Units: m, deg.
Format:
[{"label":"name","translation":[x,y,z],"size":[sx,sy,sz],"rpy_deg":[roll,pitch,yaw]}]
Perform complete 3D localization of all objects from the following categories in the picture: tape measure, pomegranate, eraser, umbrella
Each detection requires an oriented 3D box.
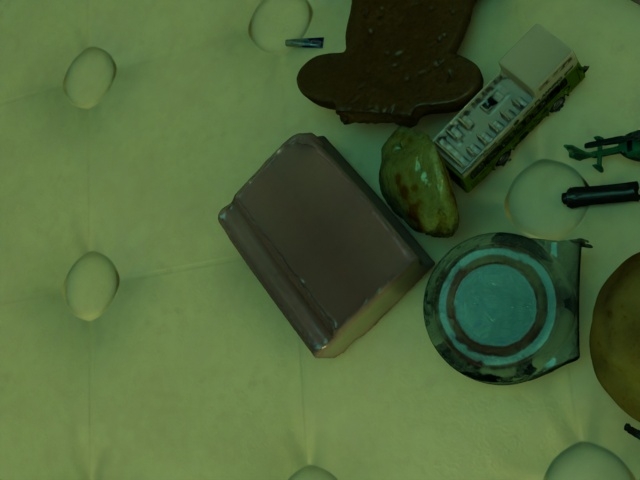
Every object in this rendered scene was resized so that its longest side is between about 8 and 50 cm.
[{"label":"tape measure","translation":[0.316,0.116,1.540],"size":[0.275,0.147,0.256],"rpy_deg":[0,80,21]},{"label":"pomegranate","translation":[0.561,0.147,1.338],"size":[0.319,0.319,0.319],"rpy_deg":[-6,75,23]},{"label":"eraser","translation":[0.000,0.000,1.716],"size":[0.272,0.122,0.359],"rpy_deg":[-45,65,16]},{"label":"umbrella","translation":[0.484,-0.080,1.572],"size":[0.133,0.031,0.036],"rpy_deg":[-5,54,24]}]

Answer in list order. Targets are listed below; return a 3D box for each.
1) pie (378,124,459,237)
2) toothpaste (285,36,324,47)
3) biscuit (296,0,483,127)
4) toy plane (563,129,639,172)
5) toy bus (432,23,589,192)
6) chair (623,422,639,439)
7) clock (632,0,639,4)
[{"label":"pie","translation":[0.170,-0.095,1.625],"size":[0.090,0.248,0.201],"rpy_deg":[-18,110,-14]},{"label":"toothpaste","translation":[-0.033,-0.412,1.897],"size":[0.083,0.015,0.024],"rpy_deg":[2,78,19]},{"label":"biscuit","translation":[0.152,-0.394,1.756],"size":[0.368,0.076,0.394],"rpy_deg":[2,68,25]},{"label":"toy plane","translation":[0.533,-0.158,1.535],"size":[0.235,0.096,0.060],"rpy_deg":[-9,71,41]},{"label":"toy bus","translation":[0.328,-0.232,1.611],"size":[0.302,0.139,0.113],"rpy_deg":[-46,64,4]},{"label":"chair","translation":[0.530,0.380,1.346],"size":[0.213,0.149,0.174],"rpy_deg":[31,90,43]},{"label":"clock","translation":[0.642,-0.573,1.577],"size":[0.338,0.102,0.339],"rpy_deg":[-6,75,23]}]
